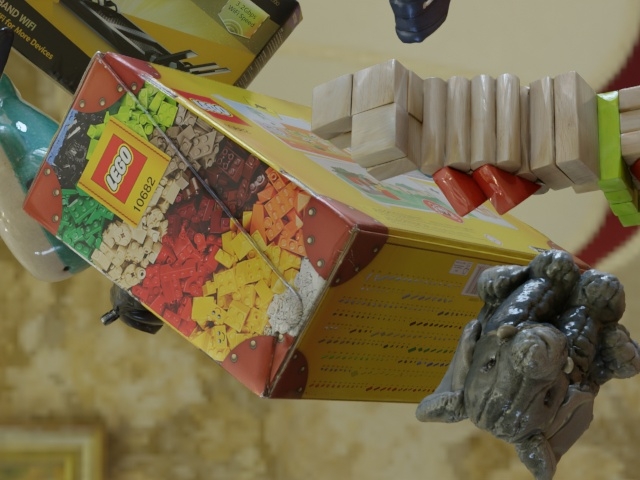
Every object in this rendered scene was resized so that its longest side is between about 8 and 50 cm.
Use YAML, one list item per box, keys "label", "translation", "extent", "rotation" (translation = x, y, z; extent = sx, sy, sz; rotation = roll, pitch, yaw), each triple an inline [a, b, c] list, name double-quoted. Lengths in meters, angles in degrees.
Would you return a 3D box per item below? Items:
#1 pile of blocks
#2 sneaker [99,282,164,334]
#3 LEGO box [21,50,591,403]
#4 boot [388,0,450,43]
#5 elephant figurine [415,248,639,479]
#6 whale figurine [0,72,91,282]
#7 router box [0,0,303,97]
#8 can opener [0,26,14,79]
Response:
- label: "pile of blocks"
  translation: [0.172, -0.059, 1.543]
  extent: [0.149, 0.362, 0.112]
  rotation: [92, -179, -62]
- label: "sneaker"
  translation: [-0.190, 0.036, 2.542]
  extent: [0.101, 0.268, 0.153]
  rotation: [50, 132, 14]
- label: "LEGO box"
  translation: [0.000, 0.000, 2.006]
  extent: [0.372, 0.500, 0.193]
  rotation: [35, 104, 32]
- label: "boot"
  translation: [0.109, -0.272, 1.834]
  extent: [0.190, 0.069, 0.086]
  rotation: [-54, -37, -43]
- label: "elephant figurine"
  translation: [0.161, 0.117, 1.574]
  extent: [0.239, 0.169, 0.186]
  rotation: [-47, -55, -56]
- label: "whale figurine"
  translation: [-0.317, -0.090, 2.141]
  extent: [0.216, 0.141, 0.272]
  rotation: [67, 179, -67]
- label: "router box"
  translation: [-0.213, -0.262, 2.170]
  extent: [0.243, 0.309, 0.081]
  rotation: [-52, -7, -4]
- label: "can opener"
  translation: [-0.360, -0.145, 1.933]
  extent: [0.186, 0.059, 0.073]
  rotation: [-55, -22, 24]
